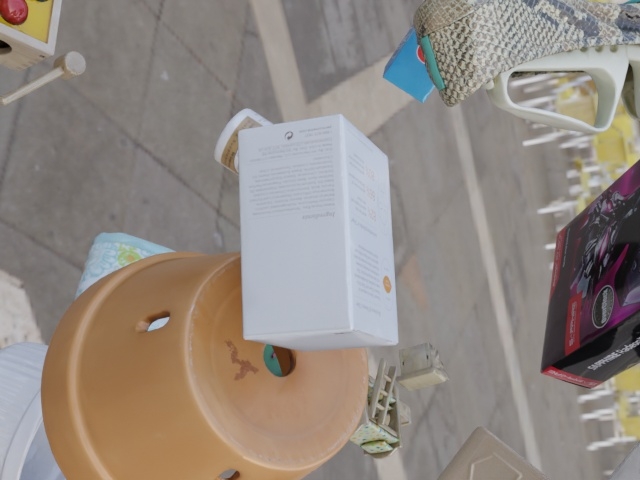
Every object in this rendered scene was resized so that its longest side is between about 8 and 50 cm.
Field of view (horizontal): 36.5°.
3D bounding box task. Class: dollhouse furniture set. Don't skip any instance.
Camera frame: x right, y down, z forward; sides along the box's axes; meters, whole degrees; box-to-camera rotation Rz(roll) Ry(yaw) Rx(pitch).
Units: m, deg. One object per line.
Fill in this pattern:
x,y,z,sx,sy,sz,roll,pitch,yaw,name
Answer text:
0.122,0.235,1.324,0.182,0.161,0.101,42,37,-47,dollhouse furniture set

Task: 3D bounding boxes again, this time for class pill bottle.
-0.094,-0.161,2.009,0.131,0.229,0.131,-54,171,-13,pill bottle

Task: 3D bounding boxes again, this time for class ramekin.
-0.359,0.223,1.187,0.207,0.109,0.207,20,90,-80,ramekin

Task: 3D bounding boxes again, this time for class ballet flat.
0.333,-0.218,1.158,0.164,0.483,0.182,159,-77,-66,ballet flat

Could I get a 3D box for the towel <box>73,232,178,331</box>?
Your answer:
-0.213,0.159,1.552,0.375,0.090,0.320,20,36,-16,towel

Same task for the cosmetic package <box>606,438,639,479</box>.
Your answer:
0.625,0.359,1.220,0.230,0.453,0.161,-38,156,-31,cosmetic package

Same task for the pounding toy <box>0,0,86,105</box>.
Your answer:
-0.375,-0.267,1.240,0.206,0.094,0.181,21,66,-45,pounding toy

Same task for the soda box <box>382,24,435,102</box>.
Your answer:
0.173,-0.301,1.345,0.071,0.210,0.067,31,23,-8,soda box

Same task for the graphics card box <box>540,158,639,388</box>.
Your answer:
0.409,0.030,1.250,0.371,0.094,0.232,123,-16,-63,graphics card box

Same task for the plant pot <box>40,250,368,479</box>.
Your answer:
-0.090,0.133,0.930,0.291,0.203,0.290,15,64,-33,plant pot

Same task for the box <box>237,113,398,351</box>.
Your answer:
0.000,0.000,0.798,0.130,0.091,0.170,29,57,-67,box

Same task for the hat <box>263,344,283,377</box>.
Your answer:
-0.057,0.057,1.198,0.183,0.173,0.208,-68,168,13,hat

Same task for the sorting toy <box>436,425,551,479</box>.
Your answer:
0.262,0.414,1.459,0.193,0.208,0.038,-53,149,1,sorting toy
